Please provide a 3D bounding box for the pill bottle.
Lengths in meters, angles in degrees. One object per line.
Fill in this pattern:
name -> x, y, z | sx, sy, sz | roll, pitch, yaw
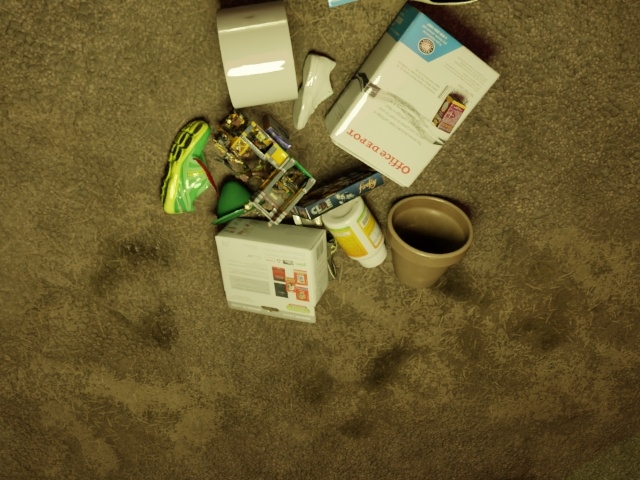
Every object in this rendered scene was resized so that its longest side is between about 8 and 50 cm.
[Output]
pill bottle -> 0.114, -0.025, 1.882 | 0.136, 0.136, 0.246 | -28, 133, 10

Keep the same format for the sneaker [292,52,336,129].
sneaker -> -0.013, -0.404, 1.693 | 0.094, 0.080, 0.212 | 6, 119, -24

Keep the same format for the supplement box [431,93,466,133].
supplement box -> 0.336, -0.330, 1.595 | 0.043, 0.055, 0.083 | 21, 115, -20

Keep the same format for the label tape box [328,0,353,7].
label tape box -> 0.092, -0.755, 1.413 | 0.249, 0.115, 0.348 | -15, 121, 1

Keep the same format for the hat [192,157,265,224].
hat -> -0.272, -0.161, 1.784 | 0.173, 0.208, 0.183 | -25, 92, -20

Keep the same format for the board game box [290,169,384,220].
board game box -> 0.040, -0.135, 1.758 | 0.243, 0.165, 0.042 | -27, 106, -16

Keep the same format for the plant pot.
plant pot -> 0.319, 0.027, 1.908 | 0.263, 0.263, 0.229 | 1, 137, -8

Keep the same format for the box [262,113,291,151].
box -> -0.122, -0.299, 1.700 | 0.028, 0.136, 0.081 | -42, 116, 17

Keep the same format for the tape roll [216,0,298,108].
tape roll -> -0.157, -0.466, 1.535 | 0.169, 0.246, 0.246 | -9, 121, -1

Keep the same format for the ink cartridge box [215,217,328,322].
ink cartridge box -> -0.142, 0.091, 1.866 | 0.309, 0.130, 0.272 | 9, 123, 18

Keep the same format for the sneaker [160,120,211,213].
sneaker -> -0.371, -0.210, 1.755 | 0.123, 0.109, 0.295 | 6, 121, -35

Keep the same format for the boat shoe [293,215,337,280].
boat shoe -> 0.000, 0.002, 1.911 | 0.091, 0.109, 0.305 | -17, 117, 9

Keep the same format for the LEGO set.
LEGO set -> -0.188, -0.186, 1.687 | 0.192, 0.255, 0.331 | -49, 124, -3

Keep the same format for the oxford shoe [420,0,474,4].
oxford shoe -> 0.219, -0.669, 1.518 | 0.397, 0.146, 0.140 | 3, 123, -8

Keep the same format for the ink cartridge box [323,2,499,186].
ink cartridge box -> 0.236, -0.389, 1.674 | 0.285, 0.166, 0.395 | 30, 112, -22
